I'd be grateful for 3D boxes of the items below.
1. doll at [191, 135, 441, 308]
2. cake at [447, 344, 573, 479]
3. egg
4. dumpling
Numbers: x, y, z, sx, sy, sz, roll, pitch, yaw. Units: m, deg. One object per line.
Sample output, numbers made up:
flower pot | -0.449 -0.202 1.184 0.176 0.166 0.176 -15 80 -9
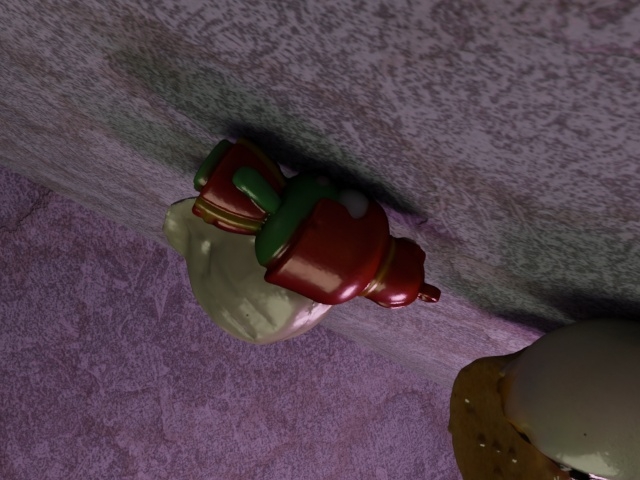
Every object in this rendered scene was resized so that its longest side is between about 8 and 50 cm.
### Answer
doll | 0.000 -0.001 0.972 0.363 0.160 0.182 25 167 -9
cake | 0.436 0.333 1.298 0.321 0.332 0.332 -6 180 -21
egg | 0.388 0.181 0.996 0.264 0.174 0.286 -14 -155 -24
dumpling | -0.110 0.031 1.212 0.316 0.233 0.395 33 151 -29
